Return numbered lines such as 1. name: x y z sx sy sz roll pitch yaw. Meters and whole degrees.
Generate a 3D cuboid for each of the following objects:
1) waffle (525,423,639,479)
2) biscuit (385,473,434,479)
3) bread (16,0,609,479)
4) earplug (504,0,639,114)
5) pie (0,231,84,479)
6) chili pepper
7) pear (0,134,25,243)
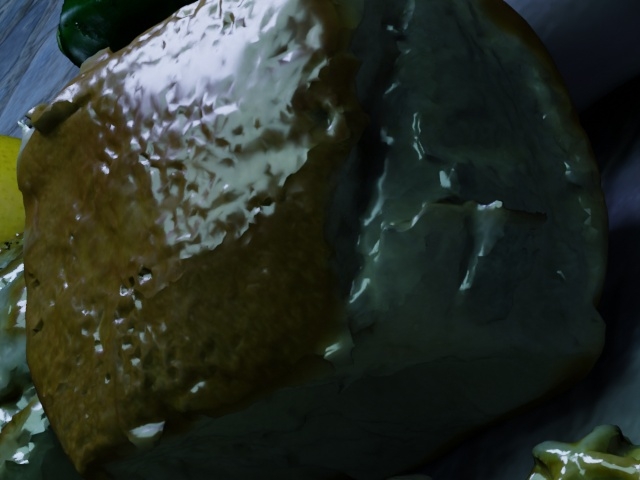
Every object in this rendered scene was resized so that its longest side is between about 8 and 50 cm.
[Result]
1. waffle: 0.119 0.149 0.673 0.223 0.054 0.204 -26 27 8
2. biscuit: 0.050 0.188 0.771 0.061 0.055 0.219 -35 27 10
3. bread: 0.000 0.000 0.897 0.279 0.225 0.250 -30 61 33
4. earplug: 0.087 -0.104 1.051 0.301 0.172 0.172 -42 23 33
5. pie: -0.194 0.090 1.135 0.418 0.180 0.395 -40 19 30
6. chili pepper: -0.160 -0.199 1.586 0.261 0.165 0.174 -23 17 48
7. pear: -0.357 0.034 1.504 0.285 0.336 0.285 175 90 -74
